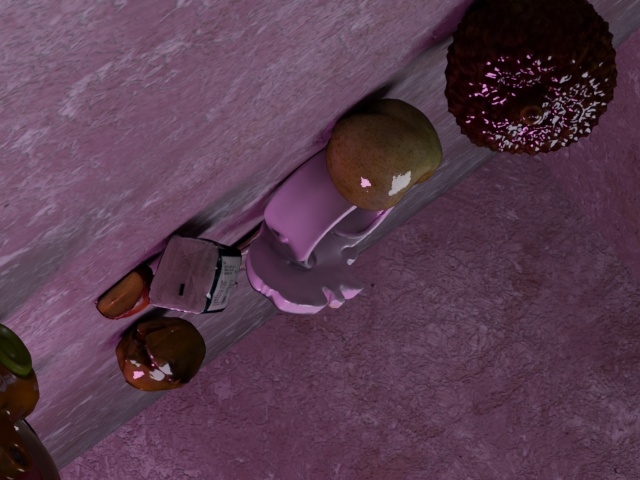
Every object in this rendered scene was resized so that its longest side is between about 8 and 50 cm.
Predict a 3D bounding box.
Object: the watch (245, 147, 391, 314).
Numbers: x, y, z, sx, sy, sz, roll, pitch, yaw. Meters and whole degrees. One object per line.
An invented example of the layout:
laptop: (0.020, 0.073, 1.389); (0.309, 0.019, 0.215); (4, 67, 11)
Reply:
watch: (0.012, -0.023, 2.042); (0.244, 0.196, 0.231); (-25, 160, -50)

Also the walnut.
walnut: (-0.271, 0.193, 2.293); (0.137, 0.137, 0.245); (-39, 174, 15)

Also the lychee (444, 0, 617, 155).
lychee: (0.278, -0.231, 1.802); (0.236, 0.236, 0.271); (-41, -167, 28)

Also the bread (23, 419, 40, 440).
bread: (-0.499, 0.335, 1.910); (0.224, 0.142, 0.212); (-36, 157, -24)

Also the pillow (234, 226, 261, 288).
pillow: (-0.134, 0.035, 2.265); (0.248, 0.049, 0.135); (-41, 170, 4)

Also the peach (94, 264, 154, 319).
peach: (-0.256, 0.075, 1.816); (0.083, 0.050, 0.077); (-29, 170, -33)

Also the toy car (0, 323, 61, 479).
toy car: (-0.360, 0.217, 1.430); (0.145, 0.235, 0.235); (-39, 174, 12)

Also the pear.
pear: (0.086, -0.122, 1.896); (0.167, 0.136, 0.167); (-42, 174, -5)

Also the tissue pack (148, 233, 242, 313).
tissue pack: (-0.167, 0.047, 1.833); (0.170, 0.090, 0.103); (24, 84, -85)
